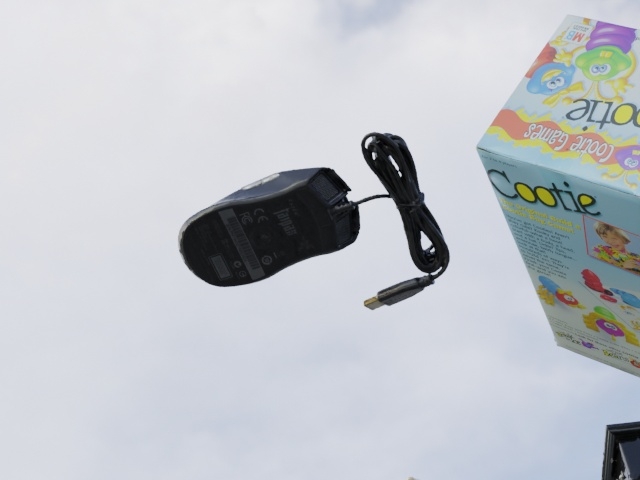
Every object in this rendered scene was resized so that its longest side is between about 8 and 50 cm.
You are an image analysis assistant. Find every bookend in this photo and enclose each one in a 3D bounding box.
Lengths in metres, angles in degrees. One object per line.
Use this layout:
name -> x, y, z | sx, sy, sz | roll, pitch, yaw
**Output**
bookend -> 0.386, 0.323, 1.543 | 0.072, 0.157, 0.156 | -6, -51, -1

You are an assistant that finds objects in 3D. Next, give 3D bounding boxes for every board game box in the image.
board game box -> 0.248, -0.021, 1.025 | 0.144, 0.142, 0.275 | 21, -24, 35

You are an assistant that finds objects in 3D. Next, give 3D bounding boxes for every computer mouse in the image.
computer mouse -> 0.000, 0.000, 1.324 | 0.262, 0.060, 0.184 | -24, -66, 17

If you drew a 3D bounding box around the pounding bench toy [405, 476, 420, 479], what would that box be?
pounding bench toy -> 0.101, 0.268, 1.222 | 0.065, 0.083, 0.052 | 11, -2, 34
